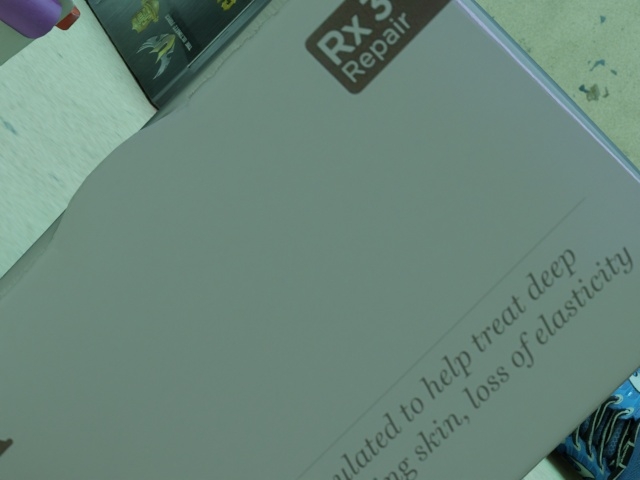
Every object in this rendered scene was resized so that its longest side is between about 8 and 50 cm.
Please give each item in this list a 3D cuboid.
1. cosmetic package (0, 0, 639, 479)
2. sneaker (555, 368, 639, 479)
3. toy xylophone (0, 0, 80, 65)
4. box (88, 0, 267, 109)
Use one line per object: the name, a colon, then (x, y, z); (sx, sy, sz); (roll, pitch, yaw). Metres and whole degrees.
cosmetic package: (0.000, 0.000, 0.661); (0.156, 0.217, 0.385); (44, 10, -6)
sneaker: (0.236, 0.162, 1.411); (0.147, 0.130, 0.330); (30, 8, -7)
toy xylophone: (-0.255, -0.202, 0.823); (0.323, 0.081, 0.236); (50, 10, 28)
box: (-0.087, -0.212, 1.328); (0.056, 0.183, 0.231); (39, 11, -41)
